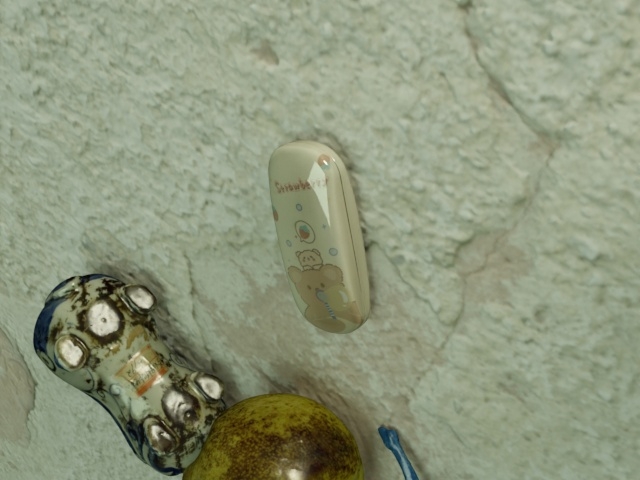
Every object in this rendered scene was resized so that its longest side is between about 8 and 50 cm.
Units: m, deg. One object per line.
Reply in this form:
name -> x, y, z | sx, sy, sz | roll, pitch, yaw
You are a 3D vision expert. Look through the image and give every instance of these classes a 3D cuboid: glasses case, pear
glasses case -> 0.000, 0.000, 0.919 | 0.081, 0.051, 0.204 | 9, 123, 37
pear -> -0.055, 0.264, 1.048 | 0.197, 0.197, 0.197 | 21, 129, 28

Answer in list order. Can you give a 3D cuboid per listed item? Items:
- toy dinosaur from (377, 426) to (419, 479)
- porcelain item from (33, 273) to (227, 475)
toy dinosaur -> 0.168, 0.334, 0.989 | 0.329, 0.076, 0.144 | 41, 143, 34
porcelain item -> -0.231, 0.170, 1.184 | 0.288, 0.138, 0.186 | 47, 154, -3
